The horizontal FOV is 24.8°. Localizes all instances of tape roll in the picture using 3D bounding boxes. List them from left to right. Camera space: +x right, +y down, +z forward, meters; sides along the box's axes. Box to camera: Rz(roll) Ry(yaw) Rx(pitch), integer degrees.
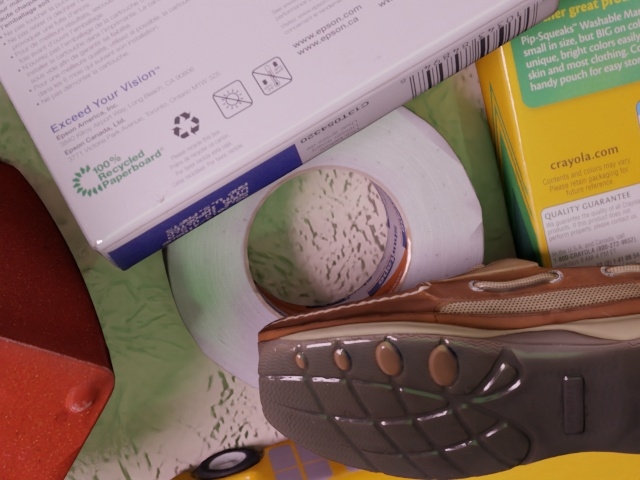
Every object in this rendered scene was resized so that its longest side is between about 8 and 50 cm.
[{"bbox_3d":[0.000,0.000,1.011,0.219,0.072,0.219,-2,101,-8],"label":"tape roll"}]

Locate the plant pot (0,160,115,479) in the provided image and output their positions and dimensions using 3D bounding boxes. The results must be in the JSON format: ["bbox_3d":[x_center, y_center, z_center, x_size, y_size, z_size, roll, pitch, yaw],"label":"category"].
[{"bbox_3d":[-0.278,0.078,0.842,0.267,0.236,0.267,24,97,-47],"label":"plant pot"}]

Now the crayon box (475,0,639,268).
[{"bbox_3d":[0.226,-0.087,1.025,0.203,0.083,0.323,-15,104,-6],"label":"crayon box"}]

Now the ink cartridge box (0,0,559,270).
[{"bbox_3d":[-0.071,-0.200,0.931,0.324,0.071,0.330,-30,72,-1],"label":"ink cartridge box"}]

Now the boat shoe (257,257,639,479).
[{"bbox_3d":[0.122,0.075,0.953,0.324,0.120,0.122,0,124,1],"label":"boat shoe"}]

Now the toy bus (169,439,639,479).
[{"bbox_3d":[0.060,0.184,1.026,0.332,0.130,0.108,-16,103,-6],"label":"toy bus"}]
